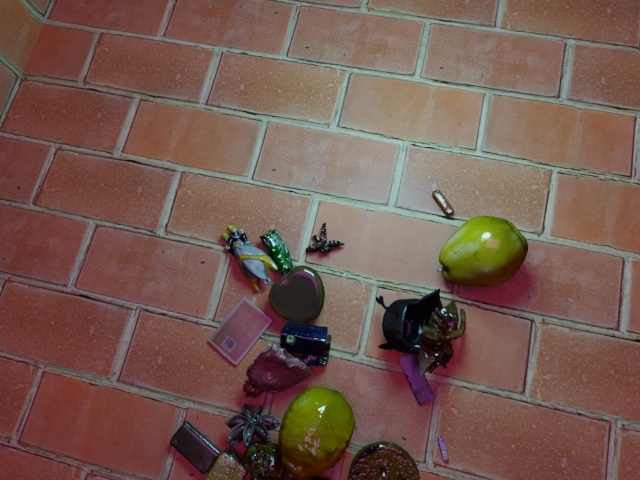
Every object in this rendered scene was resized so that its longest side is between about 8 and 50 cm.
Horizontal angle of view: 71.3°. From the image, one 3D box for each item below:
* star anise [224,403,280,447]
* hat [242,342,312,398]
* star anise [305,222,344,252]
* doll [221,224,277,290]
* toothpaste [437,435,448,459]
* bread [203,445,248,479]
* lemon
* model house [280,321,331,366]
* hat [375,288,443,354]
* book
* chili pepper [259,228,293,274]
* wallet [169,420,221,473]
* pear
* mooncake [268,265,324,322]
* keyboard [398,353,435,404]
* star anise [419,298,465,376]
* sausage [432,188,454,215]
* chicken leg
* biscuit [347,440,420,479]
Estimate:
[{"bbox_3d":[-0.279,0.727,1.734,0.197,0.073,0.212,-26,30,-33],"label":"star anise"},{"bbox_3d":[-0.198,0.532,1.781,0.286,0.107,0.236,-41,112,19],"label":"hat"},{"bbox_3d":[0.010,0.002,1.909,0.140,0.144,0.158,39,83,21],"label":"star anise"},{"bbox_3d":[-0.313,0.067,1.938,0.145,0.103,0.316,-40,71,-1],"label":"doll"},{"bbox_3d":[0.476,0.805,1.731,0.020,0.017,0.083,-14,75,0],"label":"toothpaste"},{"bbox_3d":[-0.371,0.920,1.727,0.138,0.102,0.196,29,83,14],"label":"bread"},{"bbox_3d":[-0.019,0.699,1.651,0.316,0.285,0.285,-11,70,-43],"label":"lemon"},{"bbox_3d":[-0.058,0.416,1.774,0.193,0.211,0.170,9,75,6],"label":"model house"},{"bbox_3d":[0.345,0.313,1.806,0.336,0.209,0.238,-33,116,-37],"label":"hat"},{"bbox_3d":[-0.341,0.383,1.902,0.170,0.018,0.242,38,82,11],"label":"book"},{"bbox_3d":[-0.189,0.046,1.949,0.098,0.061,0.224,-16,65,-31],"label":"chili pepper"},{"bbox_3d":[-0.504,0.832,1.796,0.198,0.031,0.110,36,82,13],"label":"wallet"},{"bbox_3d":[0.646,0.058,1.781,0.285,0.285,0.336,39,97,12],"label":"pear"},{"bbox_3d":[-0.085,0.232,1.865,0.234,0.117,0.235,0,90,3],"label":"mooncake"},{"bbox_3d":[0.387,0.556,1.803,0.074,0.015,0.196,-23,76,-5],"label":"keyboard"},{"bbox_3d":[0.471,0.371,1.718,0.109,0.349,0.292,23,96,37],"label":"star anise"},{"bbox_3d":[0.536,-0.169,1.959,0.041,0.039,0.131,-33,75,4],"label":"sausage"},{"bbox_3d":[-0.130,0.876,1.663,0.361,0.211,0.140,27,111,13],"label":"chicken leg"},{"bbox_3d":[0.238,0.911,1.690,0.295,0.075,0.296,0,84,3],"label":"biscuit"}]
